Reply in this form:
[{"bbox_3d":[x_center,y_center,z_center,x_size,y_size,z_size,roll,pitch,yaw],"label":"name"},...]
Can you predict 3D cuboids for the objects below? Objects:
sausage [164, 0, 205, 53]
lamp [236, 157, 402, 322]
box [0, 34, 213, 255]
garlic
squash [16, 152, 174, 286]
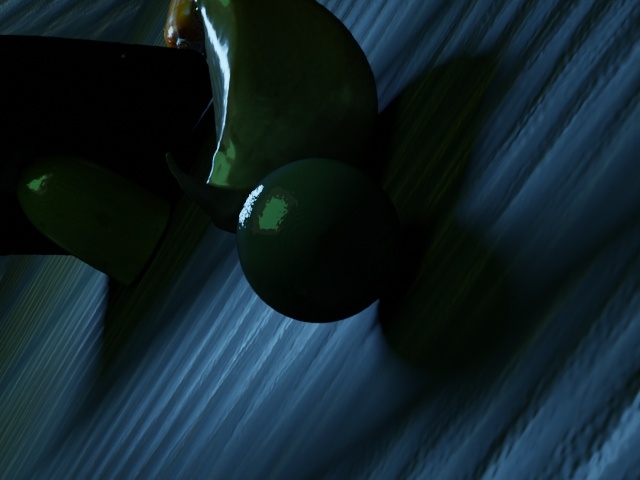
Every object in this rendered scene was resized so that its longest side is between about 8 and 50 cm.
[{"bbox_3d":[-0.189,-0.326,2.149,0.071,0.071,0.234,-55,17,25],"label":"sausage"},{"bbox_3d":[0.000,0.000,0.902,0.105,0.105,0.105,-55,17,26],"label":"lamp"},{"bbox_3d":[-0.339,-0.112,1.817,0.359,0.350,0.091,-52,52,38],"label":"box"},{"bbox_3d":[-0.041,-0.090,1.082,0.145,0.164,0.245,-33,34,28],"label":"garlic"},{"bbox_3d":[-0.276,-0.040,1.742,0.123,0.187,0.123,-55,10,15],"label":"squash"}]
